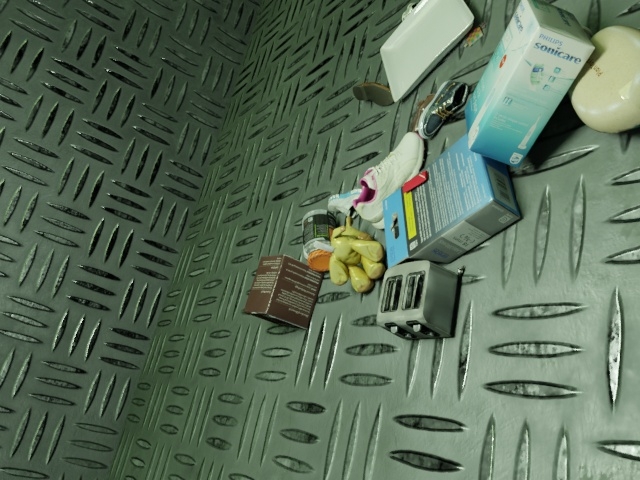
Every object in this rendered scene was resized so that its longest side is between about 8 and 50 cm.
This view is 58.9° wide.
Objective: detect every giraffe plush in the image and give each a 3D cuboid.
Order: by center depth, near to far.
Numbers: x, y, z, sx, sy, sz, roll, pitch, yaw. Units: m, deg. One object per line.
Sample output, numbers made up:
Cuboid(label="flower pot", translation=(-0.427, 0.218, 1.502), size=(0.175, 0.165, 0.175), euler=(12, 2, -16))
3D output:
Cuboid(label="giraffe plush", translation=(0.094, 0.026, 1.655), size=(0.181, 0.210, 0.170), euler=(-55, 1, 24))

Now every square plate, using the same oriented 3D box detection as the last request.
Cuboid(label="square plate", translation=(0.345, -0.663, 1.861), size=(0.347, 0.049, 0.344), euler=(-43, 35, 34))

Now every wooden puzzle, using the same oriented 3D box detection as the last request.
Cuboid(label="wooden puzzle", translation=(0.457, -0.605, 1.676), size=(0.083, 0.006, 0.049), euler=(-41, 37, 37))

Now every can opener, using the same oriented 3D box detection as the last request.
Cuboid(label="can opener", translation=(0.217, 0.023, 1.540), size=(0.059, 0.073, 0.186), euler=(-54, 21, 36))

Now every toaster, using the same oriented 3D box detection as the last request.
Cuboid(label="toaster", translation=(0.238, 0.139, 1.361), size=(0.168, 0.110, 0.185), euler=(-16, 55, 53))

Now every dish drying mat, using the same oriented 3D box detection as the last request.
Cuboid(label="dish drying mat", translation=(0.243, -0.151, 1.461), size=(0.083, 0.008, 0.032), euler=(-30, 44, 47))

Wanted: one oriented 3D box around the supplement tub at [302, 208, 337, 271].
Cuboid(label="supplement tub", translation=(0.000, 0.000, 1.851), size=(0.117, 0.117, 0.190), euler=(-42, 35, 35))

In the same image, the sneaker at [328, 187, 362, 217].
Cuboid(label="sneaker", translation=(0.085, -0.109, 1.849), size=(0.191, 0.071, 0.083), euler=(-17, 60, 54))

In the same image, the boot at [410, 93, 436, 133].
Cuboid(label="boot", translation=(0.313, -0.376, 1.705), size=(0.114, 0.037, 0.106), euler=(-69, 16, -14))

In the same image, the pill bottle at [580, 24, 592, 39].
Cuboid(label="pill bottle", translation=(0.569, -0.420, 1.286), size=(0.067, 0.067, 0.120), euler=(0, 68, 59))

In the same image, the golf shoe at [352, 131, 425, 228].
Cuboid(label="golf shoe", translation=(0.200, -0.190, 1.647), size=(0.115, 0.140, 0.306), euler=(14, 79, 62))

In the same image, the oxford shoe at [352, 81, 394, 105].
Cuboid(label="oxford shoe", translation=(0.201, -0.524, 1.979), size=(0.076, 0.076, 0.212), euler=(-30, 35, -20))

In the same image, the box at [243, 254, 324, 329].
Cuboid(label="box", translation=(-0.121, 0.169, 1.868), size=(0.168, 0.167, 0.203), euler=(-6, 64, 57))

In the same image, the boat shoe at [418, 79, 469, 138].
Cuboid(label="boat shoe", translation=(0.349, -0.373, 1.614), size=(0.183, 0.065, 0.083), euler=(-62, 28, 3))

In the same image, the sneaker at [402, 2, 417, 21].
Cuboid(label="sneaker", translation=(0.322, -0.819, 2.035), size=(0.037, 0.032, 0.083), euler=(16, 83, 61))

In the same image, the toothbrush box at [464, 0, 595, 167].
Cuboid(label="toothbrush box", translation=(0.441, -0.347, 1.245), size=(0.216, 0.126, 0.295), euler=(-77, 8, -50))

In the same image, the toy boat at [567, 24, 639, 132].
Cuboid(label="toy boat", translation=(0.631, -0.345, 1.078), size=(0.318, 0.148, 0.267), euler=(-50, 26, 39))

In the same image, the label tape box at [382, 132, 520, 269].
Cuboid(label="label tape box", translation=(0.310, -0.082, 1.414), size=(0.334, 0.106, 0.240), euler=(-39, 37, 40))
